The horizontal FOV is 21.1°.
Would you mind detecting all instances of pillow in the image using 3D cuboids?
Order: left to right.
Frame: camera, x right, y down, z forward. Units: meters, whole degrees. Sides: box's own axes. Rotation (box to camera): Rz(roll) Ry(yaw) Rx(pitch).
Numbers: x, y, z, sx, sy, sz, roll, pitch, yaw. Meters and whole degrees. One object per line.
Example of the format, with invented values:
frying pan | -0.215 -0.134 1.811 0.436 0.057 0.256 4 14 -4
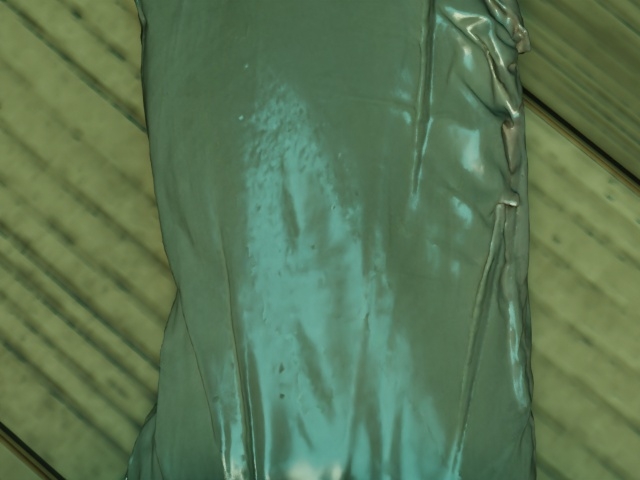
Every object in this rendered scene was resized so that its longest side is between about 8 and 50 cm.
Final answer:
pillow | 0.000 0.000 0.681 0.173 0.067 0.270 0 75 4
